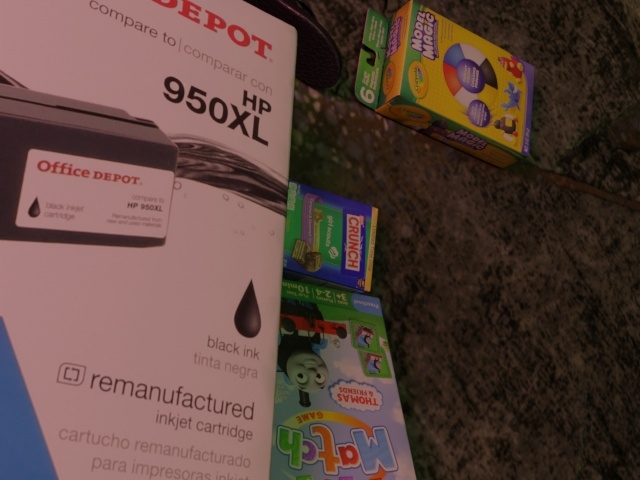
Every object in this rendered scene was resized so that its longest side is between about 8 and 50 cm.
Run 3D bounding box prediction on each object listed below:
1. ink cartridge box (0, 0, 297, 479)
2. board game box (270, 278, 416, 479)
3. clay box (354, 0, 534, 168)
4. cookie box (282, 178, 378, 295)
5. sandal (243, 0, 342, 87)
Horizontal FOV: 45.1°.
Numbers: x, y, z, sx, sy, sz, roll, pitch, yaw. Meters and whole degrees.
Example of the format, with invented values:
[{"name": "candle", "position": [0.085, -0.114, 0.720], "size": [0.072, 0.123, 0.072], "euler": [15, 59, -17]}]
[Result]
[{"name": "ink cartridge box", "position": [-0.180, -0.017, 0.541], "size": [0.286, 0.166, 0.394], "euler": [20, 60, -34]}, {"name": "board game box", "position": [-0.003, 0.135, 0.683], "size": [0.160, 0.039, 0.211], "euler": [13, 50, -28]}, {"name": "clay box", "position": [0.148, -0.183, 0.891], "size": [0.222, 0.053, 0.127], "euler": [19, 68, -27]}, {"name": "cookie box", "position": [0.000, 0.000, 0.761], "size": [0.107, 0.040, 0.091], "euler": [17, 69, -28]}, {"name": "sandal", "position": [-0.040, -0.232, 0.785], "size": [0.179, 0.067, 0.040], "euler": [44, 48, -12]}]
